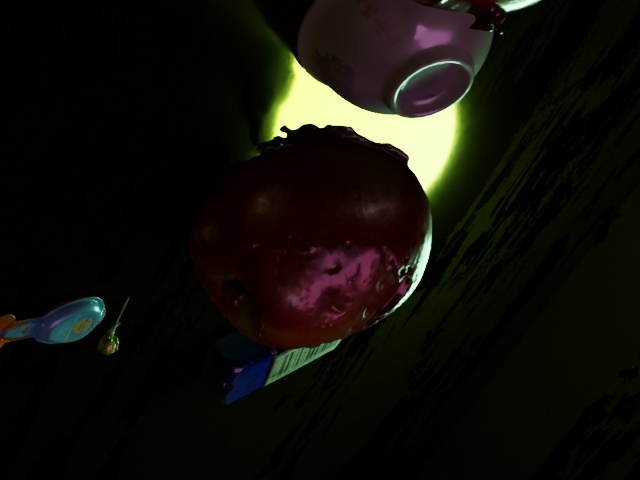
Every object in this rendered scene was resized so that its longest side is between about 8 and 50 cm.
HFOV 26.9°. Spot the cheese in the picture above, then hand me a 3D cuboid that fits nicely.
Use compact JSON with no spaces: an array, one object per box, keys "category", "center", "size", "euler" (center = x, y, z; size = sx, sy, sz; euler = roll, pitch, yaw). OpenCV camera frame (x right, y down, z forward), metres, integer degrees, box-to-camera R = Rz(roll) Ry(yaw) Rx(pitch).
[{"category":"cheese","center":[-0.445,0.137,2.172],"size":[0.256,0.037,0.106],"euler":[-7,136,-51]}]

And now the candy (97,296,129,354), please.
[{"category":"candy","center":[-0.356,0.148,2.340],"size":[0.035,0.035,0.123],"euler":[4,119,-44]}]

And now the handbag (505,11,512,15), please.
[{"category":"handbag","center":[0.262,-0.447,2.245],"size":[0.275,0.084,0.260],"euler":[-36,157,-13]}]

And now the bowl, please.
[{"category":"bowl","center":[0.147,-0.295,2.097],"size":[0.346,0.157,0.345],"euler":[-17,150,-10]}]

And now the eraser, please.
[{"category":"eraser","center":[-0.087,0.213,2.760],"size":[0.332,0.101,0.155],"euler":[-25,152,-32]}]

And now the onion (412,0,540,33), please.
[{"category":"onion","center":[0.210,-0.462,1.826],"size":[0.354,0.353,0.353],"euler":[-34,154,-19]}]

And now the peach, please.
[{"category":"peach","center":[0.000,0.000,2.259],"size":[0.416,0.353,0.339],"euler":[-36,160,-35]}]
